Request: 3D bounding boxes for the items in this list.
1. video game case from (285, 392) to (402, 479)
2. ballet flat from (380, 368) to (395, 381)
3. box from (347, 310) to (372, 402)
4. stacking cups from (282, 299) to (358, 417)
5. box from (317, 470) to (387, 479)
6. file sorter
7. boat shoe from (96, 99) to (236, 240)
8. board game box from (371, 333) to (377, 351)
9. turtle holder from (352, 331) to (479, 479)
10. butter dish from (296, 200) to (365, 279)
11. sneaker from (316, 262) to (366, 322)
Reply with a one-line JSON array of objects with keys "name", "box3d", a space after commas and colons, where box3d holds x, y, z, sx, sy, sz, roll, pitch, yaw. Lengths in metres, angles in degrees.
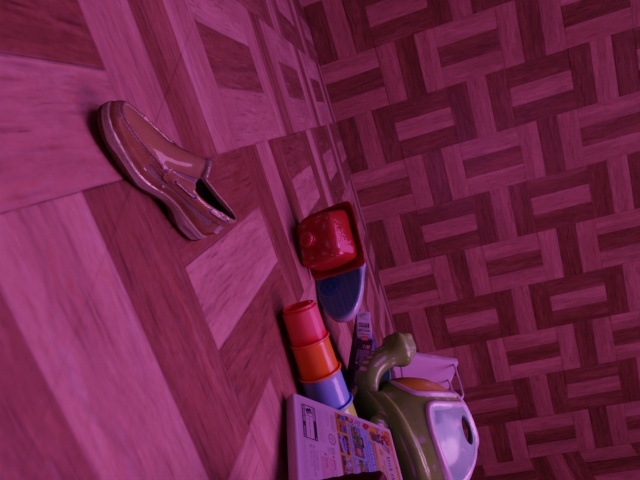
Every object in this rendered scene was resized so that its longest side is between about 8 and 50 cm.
[{"name": "video game case", "box3d": [0.043, 0.350, 0.641, 0.207, 0.026, 0.227, 29, 25, -22]}, {"name": "ballet flat", "box3d": [0.159, 0.461, 1.151, 0.124, 0.116, 0.342, 59, 18, -18]}, {"name": "box", "box3d": [0.095, 0.290, 1.095, 0.114, 0.036, 0.206, -84, 180, -61]}, {"name": "stacking cups", "box3d": [0.012, 0.262, 0.778, 0.096, 0.096, 0.315, -49, 123, -76]}, {"name": "box", "box3d": [0.051, 0.446, 0.404, 0.381, 0.143, 0.191, 66, 24, 1]}, {"name": "file sorter", "box3d": [0.307, 0.511, 1.365, 0.173, 0.193, 0.277, -84, -177, -64]}, {"name": "boat shoe", "box3d": [-0.150, -0.075, 0.473, 0.190, 0.072, 0.068, 60, 19, -52]}, {"name": "board game box", "box3d": [0.159, 0.426, 1.361, 0.194, 0.060, 0.194, -86, 161, -51]}, {"name": "turtle holder", "box3d": [0.178, 0.382, 0.920, 0.320, 0.228, 0.243, 60, -27, 34]}, {"name": "butter dish", "box3d": [0.000, 0.000, 1.000, 0.118, 0.160, 0.160, 5, 69, -53]}, {"name": "sneaker", "box3d": [0.071, 0.105, 1.190, 0.208, 0.127, 0.318, 60, 19, -49]}]
